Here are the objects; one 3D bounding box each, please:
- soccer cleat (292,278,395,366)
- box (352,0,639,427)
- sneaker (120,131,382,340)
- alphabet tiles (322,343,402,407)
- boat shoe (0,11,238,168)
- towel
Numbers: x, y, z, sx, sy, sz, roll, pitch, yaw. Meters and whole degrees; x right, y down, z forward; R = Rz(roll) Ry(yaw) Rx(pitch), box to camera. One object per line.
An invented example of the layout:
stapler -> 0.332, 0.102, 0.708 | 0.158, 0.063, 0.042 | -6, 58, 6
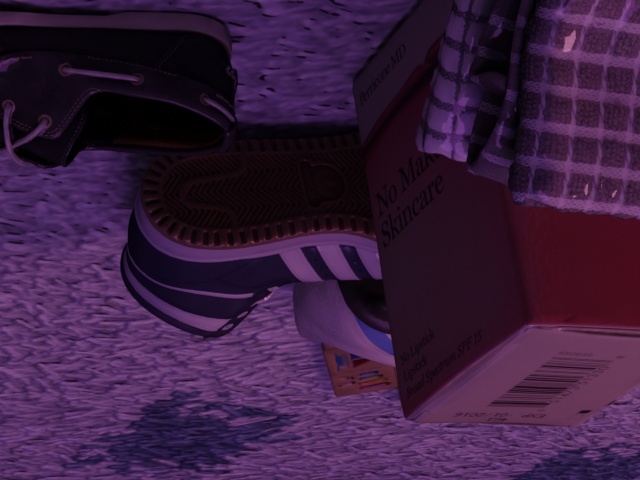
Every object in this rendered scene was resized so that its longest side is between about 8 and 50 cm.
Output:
soccer cleat -> 0.134, 0.047, 1.422 | 0.331, 0.116, 0.143 | 9, 161, -24
box -> 0.117, -0.022, 1.100 | 0.127, 0.232, 0.148 | 4, 152, -26
sneaker -> 0.000, 0.000, 1.271 | 0.282, 0.099, 0.153 | 2, 154, -19
alphabet tiles -> 0.173, 0.073, 1.588 | 0.342, 0.011, 0.285 | -10, 155, 2
boat shoe -> -0.162, -0.082, 1.067 | 0.233, 0.079, 0.084 | -2, 156, -11
towel -> 0.213, -0.120, 0.949 | 0.283, 0.121, 0.235 | 5, 115, -24
